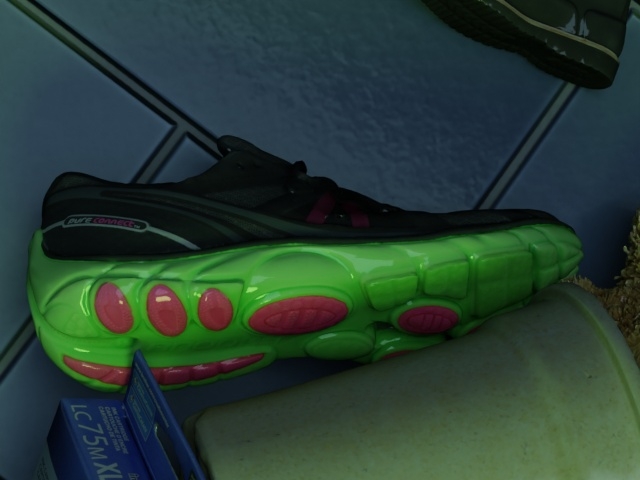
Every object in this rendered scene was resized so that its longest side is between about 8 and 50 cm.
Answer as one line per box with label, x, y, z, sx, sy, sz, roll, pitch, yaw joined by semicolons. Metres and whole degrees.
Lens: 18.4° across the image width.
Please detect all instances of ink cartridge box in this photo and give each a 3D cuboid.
ink cartridge box;-0.173;0.253;1.454;0.065;0.186;0.311;7;123;-30

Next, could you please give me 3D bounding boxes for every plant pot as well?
plant pot;0.062;0.216;1.466;0.306;0.334;0.333;-8;86;-12

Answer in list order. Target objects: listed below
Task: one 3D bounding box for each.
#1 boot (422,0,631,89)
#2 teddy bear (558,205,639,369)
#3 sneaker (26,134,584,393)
boot;0.185;-0.232;1.714;0.198;0.077;0.137;26;75;-20
teddy bear;0.314;0.074;1.665;0.338;0.113;0.245;-42;112;-31
sneaker;0.000;0.000;1.582;0.483;0.185;0.202;1;50;-27
